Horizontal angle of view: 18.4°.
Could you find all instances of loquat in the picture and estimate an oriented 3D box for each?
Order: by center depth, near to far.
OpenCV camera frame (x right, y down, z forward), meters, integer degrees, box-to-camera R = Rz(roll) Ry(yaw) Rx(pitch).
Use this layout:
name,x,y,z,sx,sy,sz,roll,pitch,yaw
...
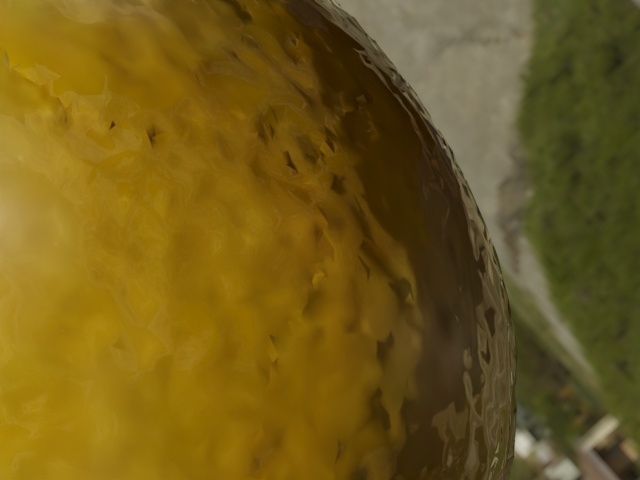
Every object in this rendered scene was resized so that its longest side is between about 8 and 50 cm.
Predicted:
name,x,y,z,sx,sy,sz,roll,pitch,yaw
loquat,-0.106,0.064,0.527,0.328,0.328,0.359,39,-142,-43
